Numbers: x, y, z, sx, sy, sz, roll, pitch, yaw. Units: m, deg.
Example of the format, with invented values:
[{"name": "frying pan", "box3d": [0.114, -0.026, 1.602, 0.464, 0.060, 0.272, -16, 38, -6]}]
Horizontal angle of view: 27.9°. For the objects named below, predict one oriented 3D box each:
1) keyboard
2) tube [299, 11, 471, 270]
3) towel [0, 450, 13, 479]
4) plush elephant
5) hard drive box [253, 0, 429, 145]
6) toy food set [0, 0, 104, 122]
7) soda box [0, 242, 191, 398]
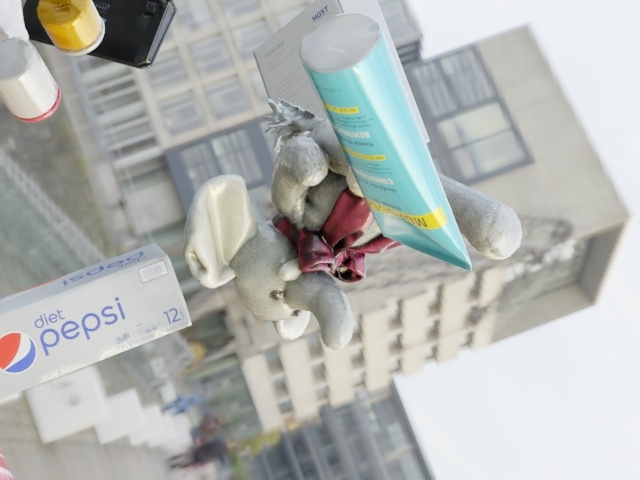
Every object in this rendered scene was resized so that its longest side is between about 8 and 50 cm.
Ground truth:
[{"name": "keyboard", "box3d": [-0.232, -0.245, 1.351, 0.023, 0.180, 0.108, 33, 76, -65]}, {"name": "tube", "box3d": [0.044, -0.057, 0.845, 0.080, 0.052, 0.207, 29, -23, 39]}, {"name": "towel", "box3d": [-0.273, 0.142, 0.926, 0.275, 0.031, 0.199, 61, -2, 21]}, {"name": "plush elephant", "box3d": [0.000, 0.000, 1.446, 0.330, 0.255, 0.272, 28, 3, 41]}, {"name": "hard drive box", "box3d": [0.025, -0.200, 1.764, 0.181, 0.089, 0.232, -31, -108, 41]}, {"name": "toy food set", "box3d": [-0.268, -0.124, 0.960, 0.104, 0.232, 0.111, 70, 21, -59]}, {"name": "soda box", "box3d": [-0.297, 0.097, 1.443, 0.098, 0.286, 0.091, -152, -138, -73]}]
